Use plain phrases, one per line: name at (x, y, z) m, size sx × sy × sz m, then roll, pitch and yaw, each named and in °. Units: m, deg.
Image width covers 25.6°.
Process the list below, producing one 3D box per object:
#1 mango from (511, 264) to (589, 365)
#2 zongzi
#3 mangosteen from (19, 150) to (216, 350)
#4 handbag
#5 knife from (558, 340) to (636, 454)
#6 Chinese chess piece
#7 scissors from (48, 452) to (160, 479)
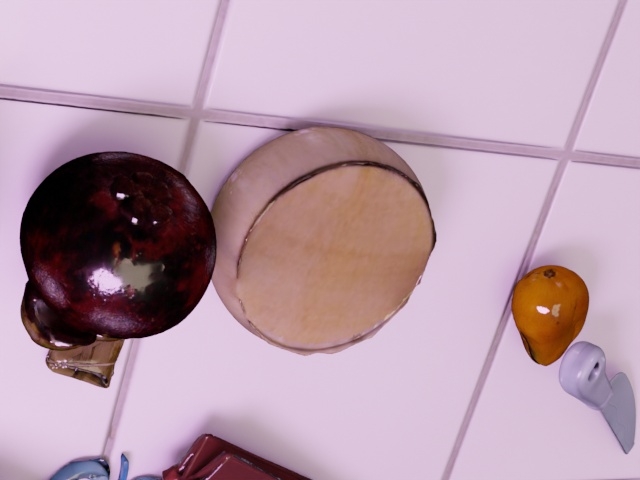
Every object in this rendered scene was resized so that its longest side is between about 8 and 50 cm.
mango at (0.289, 0.089, 1.780) m, size 0.105 × 0.084 × 0.159 m, roll -39°, pitch 154°, yaw -17°
zongzi at (-0.252, 0.113, 1.529) m, size 0.076 × 0.040 × 0.083 m, roll 22°, pitch 94°, yaw -29°
mangosteen at (-0.203, 0.010, 1.402) m, size 0.209 × 0.210 × 0.210 m, roll -13°, pitch 123°, yaw -21°
handbag at (-0.122, 0.376, 1.700) m, size 0.260 × 0.084 × 0.275 m, roll -51°, pitch 134°, yaw 5°
knife at (0.392, 0.212, 1.907) m, size 0.080 × 0.044 × 0.331 m, roll -62°, pitch 146°, yaw -11°
Chinese chess piece at (0.000, 0.000, 1.554) m, size 0.257 × 0.104 × 0.257 m, roll -13°, pitch 122°, yaw -21°
scissors at (-0.299, 0.424, 1.686) m, size 0.180 × 0.032 × 0.393 m, roll 11°, pitch 112°, yaw -33°
